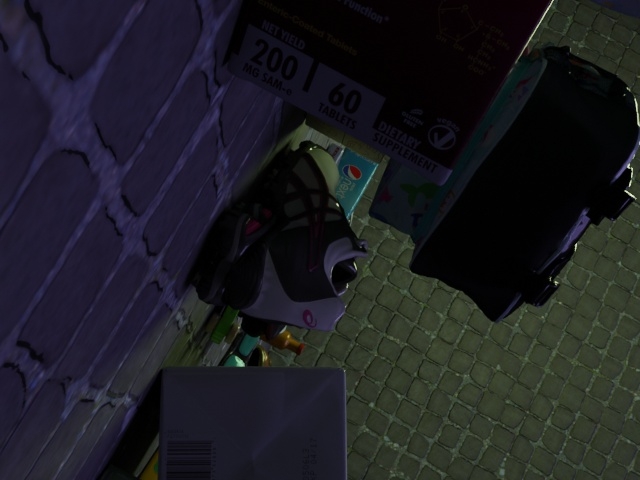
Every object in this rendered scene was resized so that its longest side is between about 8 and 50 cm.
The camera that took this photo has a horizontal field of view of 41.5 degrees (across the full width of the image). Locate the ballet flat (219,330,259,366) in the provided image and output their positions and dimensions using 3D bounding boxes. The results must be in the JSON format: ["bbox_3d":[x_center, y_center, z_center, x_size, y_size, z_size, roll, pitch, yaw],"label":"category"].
[{"bbox_3d":[-0.136,0.190,1.362,0.114,0.041,0.041,-58,176,-37],"label":"ballet flat"}]

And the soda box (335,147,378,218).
[{"bbox_3d":[0.030,-0.073,1.452,0.210,0.067,0.071,-58,176,-45],"label":"soda box"}]

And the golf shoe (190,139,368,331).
[{"bbox_3d":[-0.016,-0.001,0.764,0.105,0.120,0.273,-65,178,30],"label":"golf shoe"}]

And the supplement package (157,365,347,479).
[{"bbox_3d":[-0.071,0.231,0.903,0.293,0.175,0.178,107,-17,-77],"label":"supplement package"}]

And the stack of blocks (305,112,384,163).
[{"bbox_3d":[0.097,-0.235,0.774,0.297,0.087,0.171,-60,177,-13],"label":"stack of blocks"}]

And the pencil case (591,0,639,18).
[{"bbox_3d":[0.159,-0.190,0.459,0.124,0.273,0.113,-56,167,-51],"label":"pencil case"}]

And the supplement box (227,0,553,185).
[{"bbox_3d":[0.057,-0.155,0.376,0.073,0.130,0.239,-58,175,-50],"label":"supplement box"}]

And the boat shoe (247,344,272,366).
[{"bbox_3d":[-0.167,0.307,1.375,0.104,0.110,0.307,105,3,-63],"label":"boat shoe"}]

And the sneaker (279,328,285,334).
[{"bbox_3d":[-0.080,0.105,1.478,0.162,0.063,0.073,-65,165,-61],"label":"sneaker"}]

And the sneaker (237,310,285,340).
[{"bbox_3d":[-0.048,0.058,1.146,0.162,0.106,0.281,-56,167,0],"label":"sneaker"}]

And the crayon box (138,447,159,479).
[{"bbox_3d":[-0.158,0.381,1.071,0.083,0.203,0.323,-63,177,41],"label":"crayon box"}]

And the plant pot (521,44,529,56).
[{"bbox_3d":[0.217,-0.326,1.249,0.180,0.201,0.201,92,22,-49],"label":"plant pot"}]

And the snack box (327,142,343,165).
[{"bbox_3d":[-0.001,-0.080,1.264,0.064,0.022,0.178,-60,177,-20],"label":"snack box"}]

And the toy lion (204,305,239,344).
[{"bbox_3d":[-0.097,0.071,0.947,0.100,0.034,0.096,-62,-176,2],"label":"toy lion"}]

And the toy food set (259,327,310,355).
[{"bbox_3d":[-0.051,0.145,1.753,0.111,0.104,0.232,-62,177,16],"label":"toy food set"}]

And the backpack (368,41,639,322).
[{"bbox_3d":[0.168,-0.074,0.763,0.225,0.191,0.253,-58,172,25],"label":"backpack"}]

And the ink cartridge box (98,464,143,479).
[{"bbox_3d":[-0.232,0.323,0.704,0.171,0.056,0.235,-62,180,26],"label":"ink cartridge box"}]

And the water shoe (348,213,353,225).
[{"bbox_3d":[0.000,0.000,1.583,0.203,0.073,0.080,-62,175,2],"label":"water shoe"}]
